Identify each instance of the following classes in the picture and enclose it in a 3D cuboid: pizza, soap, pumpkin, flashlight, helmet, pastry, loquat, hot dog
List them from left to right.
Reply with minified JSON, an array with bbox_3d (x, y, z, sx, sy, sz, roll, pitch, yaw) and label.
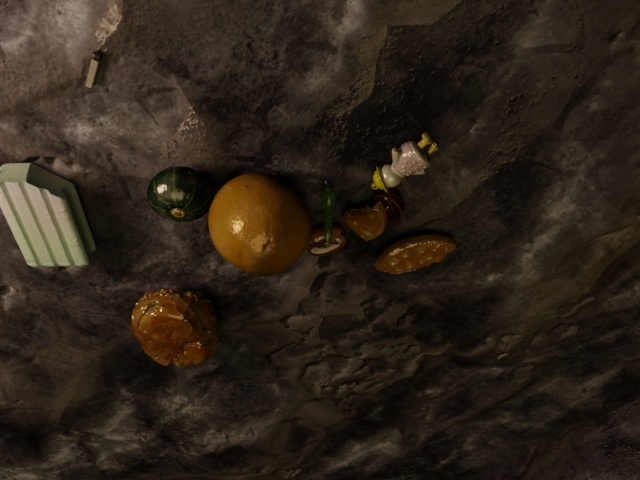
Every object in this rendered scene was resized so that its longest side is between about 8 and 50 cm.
[{"bbox_3d":[-0.724,-0.061,1.432,0.172,0.095,0.290,-1,131,-1],"label":"soap"},{"bbox_3d":[-0.509,-0.383,1.213,0.018,0.018,0.083,21,126,-18],"label":"flashlight"},{"bbox_3d":[-0.444,0.259,1.684,0.254,0.162,0.311,-1,133,0],"label":"pastry"},{"bbox_3d":[-0.356,-0.118,1.383,0.167,0.125,0.167,10,152,5],"label":"pumpkin"},{"bbox_3d":[-0.150,-0.049,1.382,0.274,0.275,0.275,-2,131,-2],"label":"loquat"},{"bbox_3d":[0.001,0.001,1.557,0.140,0.060,0.090,-27,124,10],"label":"hot dog"},{"bbox_3d":[0.122,-0.058,1.506,0.130,0.041,0.178,10,148,14],"label":"pizza"},{"bbox_3d":[0.196,-0.101,1.476,0.089,0.057,0.111,14,145,35],"label":"helmet"},{"bbox_3d":[0.273,0.031,1.594,0.246,0.058,0.127,-24,127,15],"label":"pizza"}]

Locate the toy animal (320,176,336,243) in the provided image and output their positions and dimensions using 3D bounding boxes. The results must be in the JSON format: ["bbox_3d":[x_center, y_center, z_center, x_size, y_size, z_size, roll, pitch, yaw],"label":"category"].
[{"bbox_3d":[0.020,-0.092,1.464,0.041,0.075,0.217,-2,136,-1],"label":"toy animal"}]

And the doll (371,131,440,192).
[{"bbox_3d":[0.211,-0.191,1.383,0.207,0.081,0.129,-36,136,29],"label":"doll"}]
